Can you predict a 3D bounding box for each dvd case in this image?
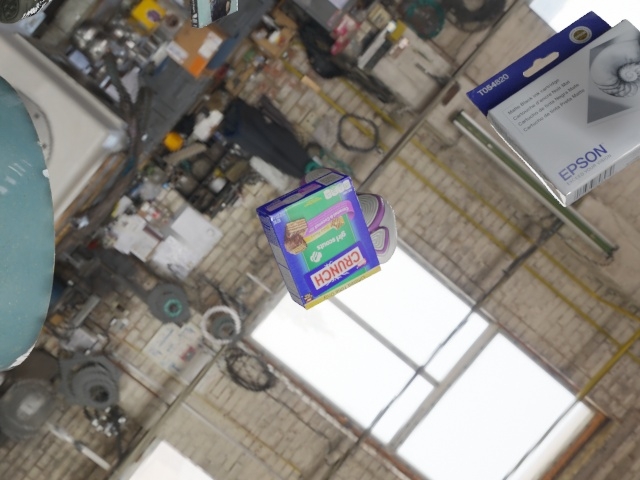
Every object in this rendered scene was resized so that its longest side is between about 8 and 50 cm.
[{"bbox_3d":[-0.123,-0.312,0.821,0.087,0.013,0.119,-48,146,-50],"label":"dvd case"}]

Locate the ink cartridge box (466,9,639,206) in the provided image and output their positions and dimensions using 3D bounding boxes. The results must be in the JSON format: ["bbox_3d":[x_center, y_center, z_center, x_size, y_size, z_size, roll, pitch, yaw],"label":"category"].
[{"bbox_3d":[0.342,-0.190,0.948,0.223,0.224,0.045,-35,153,1],"label":"ink cartridge box"}]

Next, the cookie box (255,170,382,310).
[{"bbox_3d":[0.000,0.000,0.710,0.091,0.107,0.040,-27,-156,-16],"label":"cookie box"}]

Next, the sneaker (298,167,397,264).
[{"bbox_3d":[0.064,-0.026,1.349,0.114,0.152,0.305,-26,-144,-10],"label":"sneaker"}]

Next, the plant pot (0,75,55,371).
[{"bbox_3d":[-0.391,-0.011,0.628,0.195,0.290,0.290,-6,149,-47],"label":"plant pot"}]

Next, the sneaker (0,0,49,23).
[{"bbox_3d":[-0.338,-0.370,0.804,0.130,0.087,0.228,-68,160,-59],"label":"sneaker"}]
